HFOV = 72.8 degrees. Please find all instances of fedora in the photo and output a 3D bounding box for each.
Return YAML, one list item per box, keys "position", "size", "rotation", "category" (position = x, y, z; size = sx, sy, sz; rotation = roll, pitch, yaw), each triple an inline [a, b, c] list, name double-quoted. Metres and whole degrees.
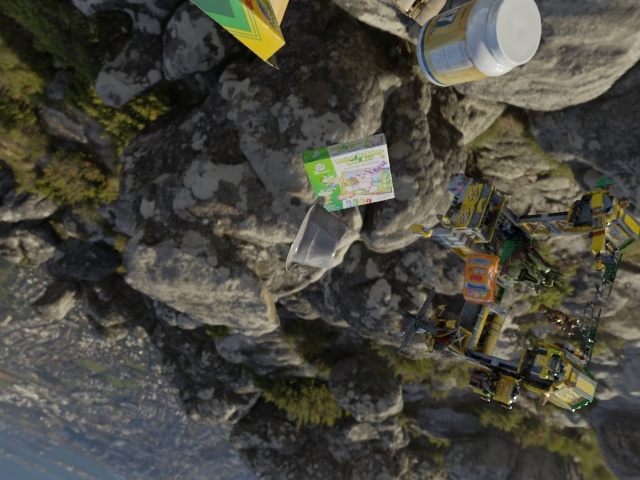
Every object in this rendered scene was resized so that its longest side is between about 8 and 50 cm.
- position: [0.000, 0.000, 1.266]
  size: [0.124, 0.244, 0.275]
  rotation: [25, 179, 1]
  category: "fedora"

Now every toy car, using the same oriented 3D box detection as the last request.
- position: [0.146, 0.026, 0.499]
  size: [0.122, 0.060, 0.040]
  rotation: [27, -175, 30]
  category: "toy car"

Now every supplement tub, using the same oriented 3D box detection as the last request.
- position: [0.303, -0.390, 0.851]
  size: [0.144, 0.144, 0.199]
  rotation: [48, 165, -27]
  category: "supplement tub"

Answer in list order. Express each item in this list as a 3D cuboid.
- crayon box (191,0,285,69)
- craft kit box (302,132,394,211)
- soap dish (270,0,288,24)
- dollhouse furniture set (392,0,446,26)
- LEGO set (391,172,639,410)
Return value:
- position: [-0.208, -0.608, 1.114]
  size: [0.081, 0.202, 0.318]
  rotation: [-31, 152, 25]
  category: "crayon box"
- position: [0.095, -0.202, 1.357]
  size: [0.249, 0.061, 0.247]
  rotation: [-12, 142, 9]
  category: "craft kit box"
- position: [-0.218, -0.877, 1.584]
  size: [0.118, 0.291, 0.229]
  rotation: [5, 130, -32]
  category: "soap dish"
- position: [0.233, -0.742, 1.186]
  size: [0.242, 0.212, 0.161]
  rotation: [27, 119, -27]
  category: "dollhouse furniture set"
- position: [0.248, 0.042, 0.588]
  size: [0.192, 0.331, 0.255]
  rotation: [31, 173, -24]
  category: "LEGO set"
